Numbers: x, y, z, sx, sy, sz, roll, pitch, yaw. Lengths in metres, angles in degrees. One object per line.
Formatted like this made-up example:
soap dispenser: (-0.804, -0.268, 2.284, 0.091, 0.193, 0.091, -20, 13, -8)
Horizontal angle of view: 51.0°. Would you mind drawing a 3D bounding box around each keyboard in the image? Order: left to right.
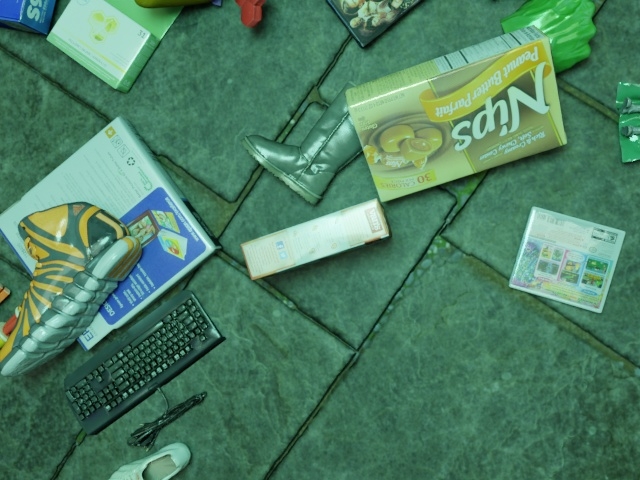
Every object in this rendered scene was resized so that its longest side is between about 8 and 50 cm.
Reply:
keyboard: (-0.310, 0.255, 1.226, 0.317, 0.033, 0.201, -37, 85, 7)

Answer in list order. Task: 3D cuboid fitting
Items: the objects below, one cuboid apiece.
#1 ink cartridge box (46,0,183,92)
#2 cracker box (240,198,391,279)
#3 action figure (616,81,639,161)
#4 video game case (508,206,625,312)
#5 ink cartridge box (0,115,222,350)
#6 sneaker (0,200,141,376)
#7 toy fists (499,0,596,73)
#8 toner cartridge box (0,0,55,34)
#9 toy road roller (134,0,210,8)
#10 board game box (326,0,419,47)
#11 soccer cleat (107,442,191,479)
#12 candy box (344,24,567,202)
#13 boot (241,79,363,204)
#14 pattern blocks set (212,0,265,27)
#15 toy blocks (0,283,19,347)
ink cartridge box: (-0.365, -0.415, 1.231, 0.171, 0.056, 0.235, 36, 96, 8)
cracker box: (0.000, 0.000, 1.120, 0.232, 0.156, 0.067, -19, 87, 8)
action figure: (0.610, -0.198, 1.086, 0.232, 0.063, 0.137, 0, 86, 5)
video game case: (0.413, 0.032, 1.130, 0.157, 0.019, 0.143, 16, 92, 7)
ink cartridge box: (-0.387, -0.012, 1.224, 0.307, 0.072, 0.303, -38, 85, 9)
sneaker: (-0.469, 0.070, 1.155, 0.180, 0.124, 0.321, 40, 85, 10)
toy fists: (0.357, -0.412, 1.107, 0.142, 0.096, 0.279, -21, 88, 20)
toner cartridge box: (-0.547, -0.567, 1.233, 0.165, 0.075, 0.348, 15, 91, 19)
toy road roller: (-0.213, -0.497, 1.074, 0.329, 0.202, 0.240, 28, 129, 47)
board game box: (0.060, -0.476, 1.131, 0.165, 0.042, 0.243, -39, 106, 6)
soccer cleat: (-0.321, 0.424, 1.201, 0.196, 0.076, 0.068, -33, 85, 7)
candy box: (0.218, -0.200, 1.083, 0.316, 0.087, 0.183, -18, 121, 9)
boot: (-0.008, -0.191, 1.165, 0.189, 0.076, 0.208, 36, 101, -7)
pattern blocks set: (-0.129, -0.555, 1.131, 0.285, 0.026, 0.325, 44, 126, 39)
toy blocks: (-0.590, 0.133, 1.255, 0.148, 0.054, 0.123, -40, 85, 6)
